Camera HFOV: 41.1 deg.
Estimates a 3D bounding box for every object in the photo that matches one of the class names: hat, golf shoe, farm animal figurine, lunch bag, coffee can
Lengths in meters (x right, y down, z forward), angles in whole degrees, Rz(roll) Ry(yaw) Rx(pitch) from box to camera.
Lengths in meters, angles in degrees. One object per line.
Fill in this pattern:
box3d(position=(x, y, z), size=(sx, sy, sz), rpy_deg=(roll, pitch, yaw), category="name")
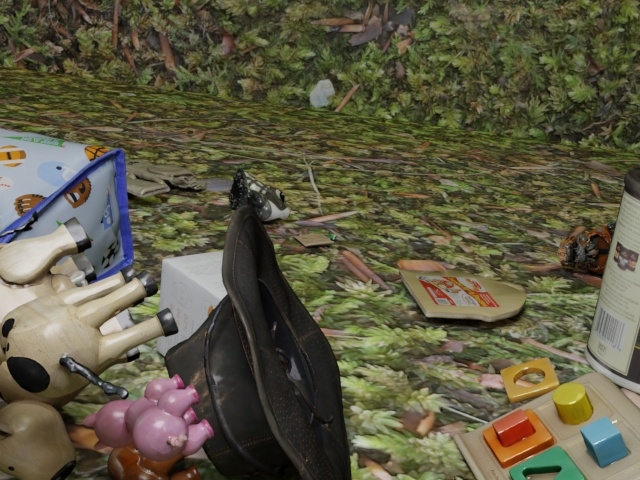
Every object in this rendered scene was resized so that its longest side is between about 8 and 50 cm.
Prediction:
box3d(position=(-0.072, 0.136, 0.838), size=(0.133, 0.331, 0.331), rpy_deg=(-24, 17, 8), category="hat")
box3d(position=(-0.124, -0.083, 1.707), size=(0.093, 0.077, 0.198), rpy_deg=(10, 22, -26), category="golf shoe")
box3d(position=(-0.237, 0.111, 0.736), size=(0.172, 0.330, 0.327), rpy_deg=(-26, 53, -22), category="farm animal figurine")
box3d(position=(-0.480, 0.000, 1.092), size=(0.327, 0.239, 0.385), rpy_deg=(14, 36, 19), category="lunch bag")
box3d(position=(0.496, 0.056, 1.183), size=(0.201, 0.276, 0.201), rpy_deg=(6, 19, -2), category="coffee can")

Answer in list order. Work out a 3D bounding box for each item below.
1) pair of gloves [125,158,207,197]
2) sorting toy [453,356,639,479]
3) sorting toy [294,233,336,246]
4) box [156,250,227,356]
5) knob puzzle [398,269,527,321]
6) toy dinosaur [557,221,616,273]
box3d(position=(-0.373, -0.121, 1.761), size=(0.204, 0.042, 0.240), rpy_deg=(11, 17, 23), category="pair of gloves")
box3d(position=(0.252, 0.209, 0.900), size=(0.195, 0.047, 0.348), rpy_deg=(-22, 22, -3), category="sorting toy")
box3d(position=(0.000, 0.000, 1.581), size=(0.083, 0.012, 0.062), rpy_deg=(-6, 17, -24), category="sorting toy")
box3d(position=(-0.119, 0.104, 1.050), size=(0.091, 0.130, 0.170), rpy_deg=(-8, 24, -39), category="box")
box3d(position=(0.236, 0.094, 1.362), size=(0.213, 0.030, 0.213), rpy_deg=(6, 18, -2), category="knob puzzle")
box3d(position=(0.600, 0.004, 1.597), size=(0.321, 0.164, 0.218), rpy_deg=(-28, 17, -25), category="toy dinosaur")
